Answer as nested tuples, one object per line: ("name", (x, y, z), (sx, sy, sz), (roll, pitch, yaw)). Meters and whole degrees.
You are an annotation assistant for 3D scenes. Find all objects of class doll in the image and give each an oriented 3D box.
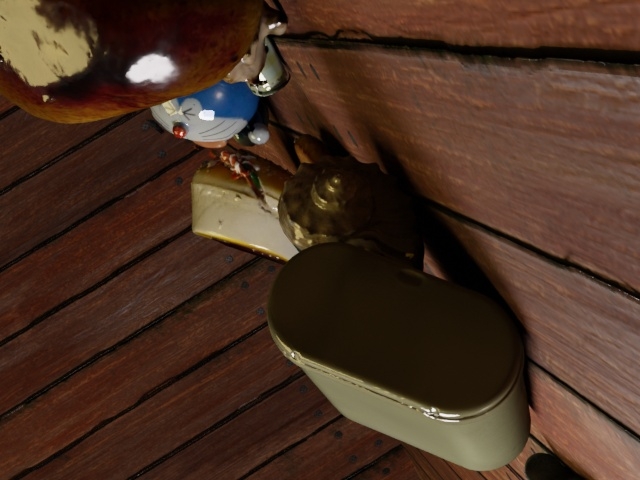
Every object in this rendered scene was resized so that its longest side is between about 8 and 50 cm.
("doll", (-0.162, -0.206, 2.001), (0.215, 0.161, 0.257), (28, 178, 16))

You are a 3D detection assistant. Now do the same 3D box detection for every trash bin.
("trash bin", (0.084, 0.121, 1.335), (0.243, 0.121, 0.247), (21, 163, 19))

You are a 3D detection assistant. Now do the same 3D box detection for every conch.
("conch", (0.035, -0.001, 1.374), (0.155, 0.130, 0.207), (53, 165, 30))

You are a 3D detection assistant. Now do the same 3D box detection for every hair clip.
("hair clip", (0.253, 0.257, 1.336), (0.070, 0.039, 0.229), (60, 174, -6))

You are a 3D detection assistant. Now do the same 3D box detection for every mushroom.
("mushroom", (-0.210, -0.264, 1.408), (0.345, 0.345, 0.259), (58, -152, 5))

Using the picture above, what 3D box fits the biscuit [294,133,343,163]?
("biscuit", (0.060, -0.003, 1.691), (0.305, 0.038, 0.305), (57, 177, 5))

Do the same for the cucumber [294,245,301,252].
("cucumber", (0.000, 0.000, 1.756), (0.115, 0.062, 0.116), (50, 174, 41))

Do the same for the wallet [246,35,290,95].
("wallet", (-0.152, -0.334, 1.631), (0.223, 0.077, 0.309), (47, 169, 51))

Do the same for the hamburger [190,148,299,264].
("hamburger", (-0.088, -0.049, 2.092), (0.227, 0.151, 0.295), (21, 175, -6))
